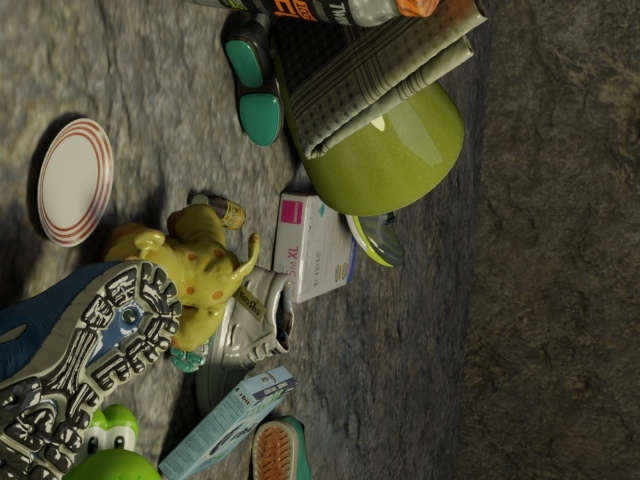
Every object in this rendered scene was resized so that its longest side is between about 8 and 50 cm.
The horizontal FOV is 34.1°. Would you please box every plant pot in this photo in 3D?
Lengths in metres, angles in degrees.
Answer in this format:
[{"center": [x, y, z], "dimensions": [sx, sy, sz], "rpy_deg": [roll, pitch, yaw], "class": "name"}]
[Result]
[{"center": [0.049, -0.234, 1.639], "dimensions": [0.293, 0.275, 0.274], "rpy_deg": [54, 48, -45], "class": "plant pot"}]

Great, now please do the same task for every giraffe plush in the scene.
[{"center": [-0.190, 0.040, 1.232], "dimensions": [0.170, 0.210, 0.181], "rpy_deg": [12, 94, -43], "class": "giraffe plush"}]

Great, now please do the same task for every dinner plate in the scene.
[{"center": [-0.268, -0.063, 1.129], "dimensions": [0.141, 0.017, 0.141], "rpy_deg": [10, 90, -72], "class": "dinner plate"}]

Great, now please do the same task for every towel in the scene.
[{"center": [0.065, -0.312, 1.377], "dimensions": [0.056, 0.324, 0.312], "rpy_deg": [16, 51, -43], "class": "towel"}]

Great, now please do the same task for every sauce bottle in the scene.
[{"center": [-0.145, -0.041, 1.468], "dimensions": [0.128, 0.042, 0.042], "rpy_deg": [18, 84, -71], "class": "sauce bottle"}]

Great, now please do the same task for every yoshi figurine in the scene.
[{"center": [-0.254, 0.371, 1.165], "dimensions": [0.203, 0.203, 0.362], "rpy_deg": [-8, 105, -64], "class": "yoshi figurine"}]

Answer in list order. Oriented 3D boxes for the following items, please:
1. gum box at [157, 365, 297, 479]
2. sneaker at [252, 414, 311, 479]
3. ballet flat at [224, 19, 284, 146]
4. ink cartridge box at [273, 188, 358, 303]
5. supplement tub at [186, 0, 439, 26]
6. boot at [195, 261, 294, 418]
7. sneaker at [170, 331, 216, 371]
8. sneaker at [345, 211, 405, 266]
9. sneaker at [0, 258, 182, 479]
[{"center": [-0.133, 0.268, 1.531], "dimensions": [0.184, 0.041, 0.157], "rpy_deg": [-46, 166, 16], "class": "gum box"}, {"center": [-0.070, 0.466, 1.882], "dimensions": [0.121, 0.108, 0.302], "rpy_deg": [2, 98, -67], "class": "sneaker"}, {"center": [-0.087, -0.228, 1.490], "dimensions": [0.203, 0.074, 0.074], "rpy_deg": [77, 30, -46], "class": "ballet flat"}, {"center": [0.000, 0.000, 1.886], "dimensions": [0.311, 0.065, 0.185], "rpy_deg": [-12, 110, -68], "class": "ink cartridge box"}, {"center": [-0.015, -0.358, 1.229], "dimensions": [0.193, 0.316, 0.193], "rpy_deg": [12, 90, -71], "class": "supplement tub"}, {"center": [-0.109, 0.162, 1.562], "dimensions": [0.095, 0.123, 0.258], "rpy_deg": [-32, 130, -66], "class": "boot"}, {"center": [-0.170, 0.107, 1.478], "dimensions": [0.076, 0.065, 0.166], "rpy_deg": [95, 14, -76], "class": "sneaker"}, {"center": [0.102, -0.095, 1.869], "dimensions": [0.111, 0.121, 0.300], "rpy_deg": [-47, 119, -66], "class": "sneaker"}, {"center": [-0.285, 0.144, 1.016], "dimensions": [0.330, 0.147, 0.129], "rpy_deg": [-45, 121, -24], "class": "sneaker"}]
